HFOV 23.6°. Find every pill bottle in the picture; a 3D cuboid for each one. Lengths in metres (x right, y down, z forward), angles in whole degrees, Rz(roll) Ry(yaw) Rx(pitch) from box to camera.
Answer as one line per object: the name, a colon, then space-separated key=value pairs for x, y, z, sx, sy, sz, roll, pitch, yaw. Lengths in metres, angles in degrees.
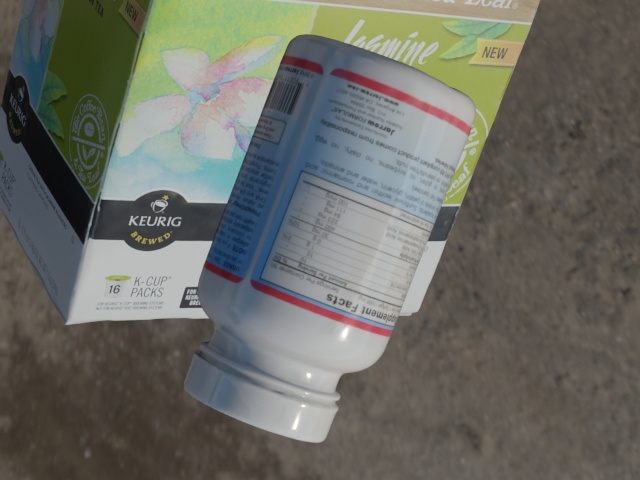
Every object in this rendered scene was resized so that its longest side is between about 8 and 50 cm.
pill bottle: x=0.000 y=0.000 z=0.655 sx=0.087 sy=0.087 sz=0.160 roll=21 pitch=92 yaw=-16

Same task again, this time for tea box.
tea box: x=-0.054 y=-0.124 z=1.221 sx=0.329 sy=0.220 sz=0.324 roll=-1 pitch=123 yaw=-31
